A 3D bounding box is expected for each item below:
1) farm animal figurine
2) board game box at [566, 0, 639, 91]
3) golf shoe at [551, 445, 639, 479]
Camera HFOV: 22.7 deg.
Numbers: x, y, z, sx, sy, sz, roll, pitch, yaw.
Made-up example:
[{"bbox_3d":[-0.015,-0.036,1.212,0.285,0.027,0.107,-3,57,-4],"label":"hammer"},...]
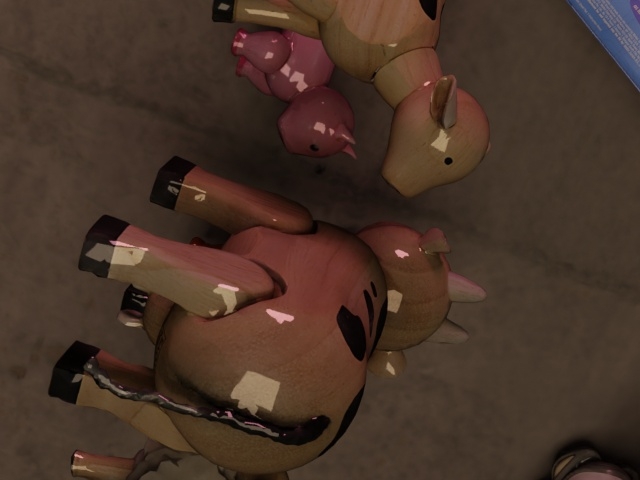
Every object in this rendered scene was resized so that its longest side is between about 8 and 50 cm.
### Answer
[{"bbox_3d":[0.000,0.000,0.791,0.172,0.327,0.330,19,130,7],"label":"farm animal figurine"},{"bbox_3d":[0.235,-0.165,0.836,0.210,0.047,0.160,-38,90,16],"label":"board game box"},{"bbox_3d":[0.142,0.227,0.993,0.077,0.094,0.198,14,113,-5],"label":"golf shoe"}]
